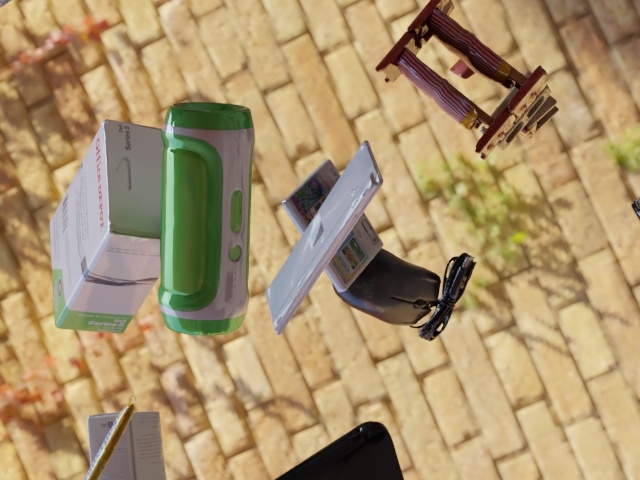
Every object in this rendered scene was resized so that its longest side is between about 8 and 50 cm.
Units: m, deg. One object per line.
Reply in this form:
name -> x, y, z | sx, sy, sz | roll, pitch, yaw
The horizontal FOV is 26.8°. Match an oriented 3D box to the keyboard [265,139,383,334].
keyboard -> 0.000, 0.000, 1.532 | 0.014, 0.256, 0.072 | 16, -142, -24

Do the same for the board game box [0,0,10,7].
board game box -> -0.426, -0.405, 1.778 | 0.050, 0.390, 0.390 | 40, -128, 7

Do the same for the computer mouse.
computer mouse -> 0.149, 0.089, 2.406 | 0.272, 0.188, 0.072 | 16, -160, -28

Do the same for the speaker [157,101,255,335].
speaker -> -0.152, -0.030, 1.781 | 0.131, 0.131, 0.297 | -51, -35, -75

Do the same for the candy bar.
candy bar -> -0.306, 0.297, 1.940 | 0.018, 0.161, 0.040 | 31, 168, -13

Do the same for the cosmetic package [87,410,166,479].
cosmetic package -> -0.303, 0.389, 2.136 | 0.117, 0.085, 0.231 | 19, -116, -70

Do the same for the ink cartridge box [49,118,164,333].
ink cartridge box -> -0.303, -0.016, 1.968 | 0.114, 0.273, 0.198 | 8, -125, -26

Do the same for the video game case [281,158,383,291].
video game case -> 0.020, -0.023, 1.952 | 0.157, 0.019, 0.143 | 57, -143, -11

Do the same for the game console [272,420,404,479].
game console -> -0.027, 0.446, 1.617 | 0.060, 0.386, 0.342 | 18, 129, 50

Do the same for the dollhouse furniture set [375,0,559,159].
dollhouse furniture set -> 0.235, -0.231, 2.068 | 0.201, 0.152, 0.374 | 40, -174, 12

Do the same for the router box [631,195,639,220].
router box -> 0.450, -0.047, 1.636 | 0.122, 0.092, 0.038 | 14, -138, -47
